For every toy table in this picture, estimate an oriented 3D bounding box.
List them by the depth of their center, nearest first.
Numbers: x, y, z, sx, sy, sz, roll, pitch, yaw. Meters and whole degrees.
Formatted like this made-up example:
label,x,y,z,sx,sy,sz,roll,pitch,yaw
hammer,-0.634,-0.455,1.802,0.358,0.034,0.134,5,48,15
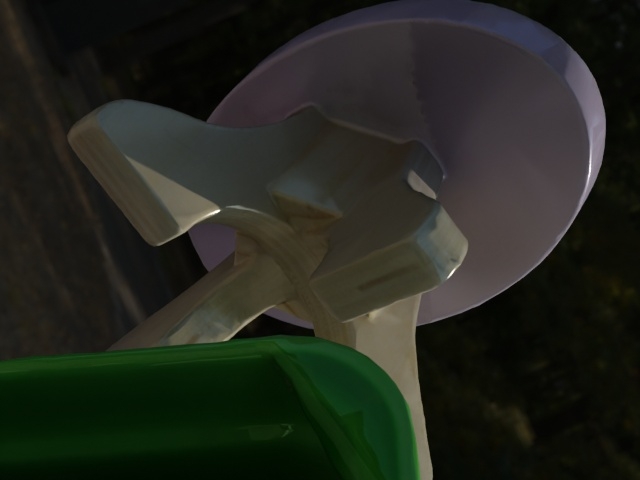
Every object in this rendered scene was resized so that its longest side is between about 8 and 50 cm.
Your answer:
label,x,y,z,sx,sy,sz,roll,pitch,yaw
toy table,0.000,0.000,0.784,0.252,0.161,0.274,44,-45,-5

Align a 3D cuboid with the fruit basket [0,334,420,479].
label,x,y,z,sx,sy,sz,roll,pitch,yaw
fruit basket,-0.153,0.146,0.310,0.392,0.392,0.283,73,11,-59
